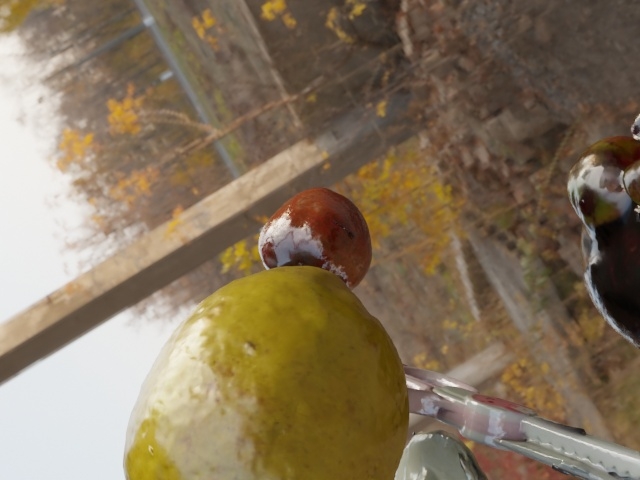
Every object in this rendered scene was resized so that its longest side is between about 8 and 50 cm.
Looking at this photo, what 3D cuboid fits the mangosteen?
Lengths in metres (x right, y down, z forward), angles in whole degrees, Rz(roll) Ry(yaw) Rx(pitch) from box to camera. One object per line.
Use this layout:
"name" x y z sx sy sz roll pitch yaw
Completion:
"mangosteen" 0.367 -0.026 0.894 0.288 0.233 0.287 28 127 45

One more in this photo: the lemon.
"lemon" -0.033 0.118 0.612 0.170 0.207 0.170 27 158 12

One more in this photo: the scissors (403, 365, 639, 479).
"scissors" 0.123 0.127 0.690 0.242 0.030 0.118 14 -177 44

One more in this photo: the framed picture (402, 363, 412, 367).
"framed picture" 0.035 0.169 1.056 0.023 0.128 0.168 66 -169 18

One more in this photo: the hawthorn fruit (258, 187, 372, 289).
"hawthorn fruit" 0.000 0.000 1.560 0.185 0.185 0.202 61 -149 -36

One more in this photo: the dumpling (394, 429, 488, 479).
"dumpling" 0.135 0.316 1.124 0.172 0.142 0.247 37 129 45
